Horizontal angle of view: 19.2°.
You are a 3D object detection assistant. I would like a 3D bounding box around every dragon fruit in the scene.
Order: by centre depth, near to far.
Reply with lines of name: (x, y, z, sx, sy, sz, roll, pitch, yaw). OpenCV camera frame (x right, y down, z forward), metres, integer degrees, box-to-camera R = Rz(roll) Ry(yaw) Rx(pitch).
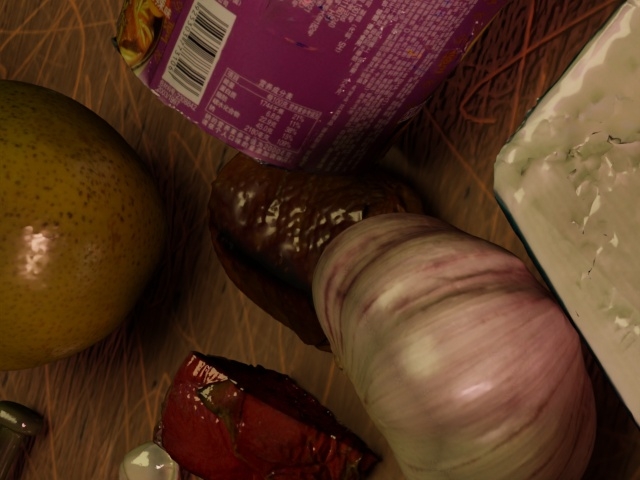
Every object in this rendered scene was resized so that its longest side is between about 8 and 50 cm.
dragon fruit: (-0.051, 0.174, 1.552, 0.161, 0.120, 0.127, 33, 105, 40)

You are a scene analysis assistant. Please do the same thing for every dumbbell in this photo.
dumbbell: (-0.313, 0.215, 1.838, 0.052, 0.046, 0.118, 27, 96, 16)

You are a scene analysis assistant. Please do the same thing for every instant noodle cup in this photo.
instant noodle cup: (0.004, -0.224, 1.516, 0.340, 0.340, 0.266, 54, 125, 40)

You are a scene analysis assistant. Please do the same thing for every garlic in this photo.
garlic: (0.143, 0.074, 1.358, 0.253, 0.245, 0.245, -24, 54, -1)

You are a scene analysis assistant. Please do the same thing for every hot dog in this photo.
hot dog: (-0.003, 0.002, 1.573, 0.227, 0.099, 0.160, 38, 102, 38)

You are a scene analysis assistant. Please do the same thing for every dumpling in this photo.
dumpling: (-0.149, 0.209, 1.690, 0.077, 0.043, 0.059, -28, 74, 17)

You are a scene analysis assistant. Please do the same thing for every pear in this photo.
pear: (-0.284, -0.011, 1.731, 0.294, 0.294, 0.294, -16, 65, 40)

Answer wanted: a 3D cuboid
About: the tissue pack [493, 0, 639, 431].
tissue pack: (0.329, 0.016, 1.020, 0.253, 0.416, 0.264, -50, 48, 21)
